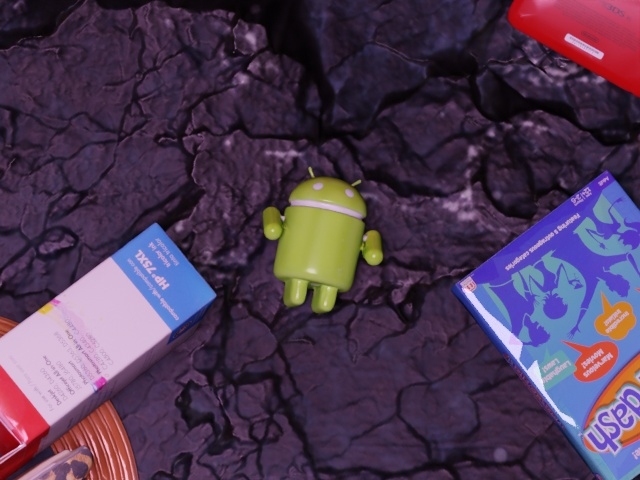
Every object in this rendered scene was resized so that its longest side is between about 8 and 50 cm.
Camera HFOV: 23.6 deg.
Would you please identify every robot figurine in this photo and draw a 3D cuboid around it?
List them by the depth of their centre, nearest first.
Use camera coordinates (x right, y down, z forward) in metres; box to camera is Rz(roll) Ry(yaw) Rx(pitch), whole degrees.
[{"bbox_3d":[0.000,0.000,1.251,0.101,0.067,0.115,14,81,-8],"label":"robot figurine"}]

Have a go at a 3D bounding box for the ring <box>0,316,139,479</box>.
[{"bbox_3d":[-0.314,0.220,1.235,0.337,0.032,0.336,0,82,0],"label":"ring"}]

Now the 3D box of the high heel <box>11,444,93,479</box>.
[{"bbox_3d":[-0.227,0.297,1.170,0.261,0.093,0.186,-43,91,-4],"label":"high heel"}]

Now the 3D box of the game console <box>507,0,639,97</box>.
[{"bbox_3d":[0.252,-0.212,1.312,0.144,0.085,0.124,30,113,5],"label":"game console"}]

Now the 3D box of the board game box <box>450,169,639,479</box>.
[{"bbox_3d":[0.234,0.074,1.251,0.160,0.047,0.210,-37,84,-6],"label":"board game box"}]

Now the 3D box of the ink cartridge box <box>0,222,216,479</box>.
[{"bbox_3d":[-0.199,0.097,1.176,0.231,0.134,0.078,-38,85,-21],"label":"ink cartridge box"}]
